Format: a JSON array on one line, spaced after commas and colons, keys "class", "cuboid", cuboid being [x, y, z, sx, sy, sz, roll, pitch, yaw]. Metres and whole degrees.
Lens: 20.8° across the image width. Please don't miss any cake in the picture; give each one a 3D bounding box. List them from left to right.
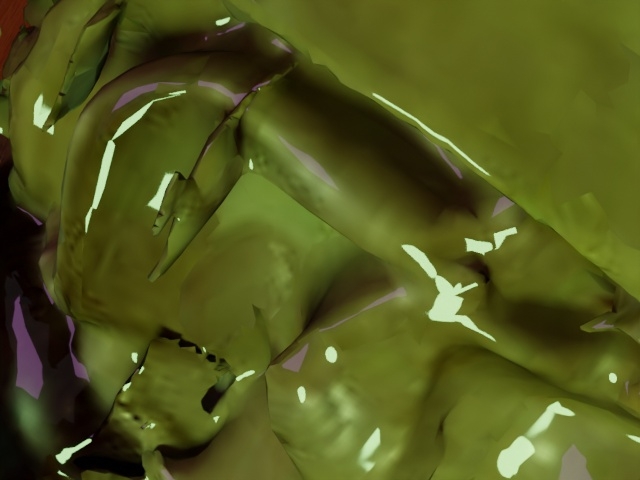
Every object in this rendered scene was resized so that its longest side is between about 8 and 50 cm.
[{"class": "cake", "cuboid": [0.003, 0.002, 0.483, 0.321, 0.332, 0.332, -55, 25, -2]}]
